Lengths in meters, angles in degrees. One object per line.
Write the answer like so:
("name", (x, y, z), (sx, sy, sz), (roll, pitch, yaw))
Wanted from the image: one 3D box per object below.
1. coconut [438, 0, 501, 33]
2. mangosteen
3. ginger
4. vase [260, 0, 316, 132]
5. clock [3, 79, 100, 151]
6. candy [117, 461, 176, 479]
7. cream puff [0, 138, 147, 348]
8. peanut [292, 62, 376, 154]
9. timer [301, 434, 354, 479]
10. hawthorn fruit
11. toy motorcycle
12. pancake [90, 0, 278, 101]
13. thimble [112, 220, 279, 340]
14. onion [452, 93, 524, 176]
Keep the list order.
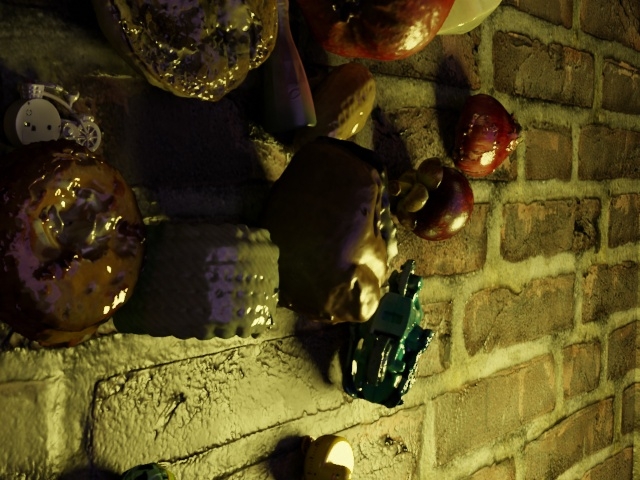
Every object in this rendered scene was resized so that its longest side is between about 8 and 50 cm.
("coconut", (0.229, -0.481, 1.864), (0.241, 0.241, 0.241), (-6, 97, -55))
("mangosteen", (0.204, -0.084, 1.943), (0.146, 0.181, 0.156), (-136, -114, -81))
("ginger", (-0.004, -0.001, 1.567), (0.223, 0.200, 0.269), (-53, 137, -46))
("vase", (-0.063, -0.280, 1.575), (0.086, 0.086, 0.214), (-19, 103, -53))
("clock", (-0.326, -0.148, 1.235), (0.129, 0.041, 0.087), (8, 89, -50))
("candy", (-0.307, 0.347, 1.288), (0.305, 0.083, 0.091), (2, 108, -47))
("cream puff", (-0.314, 0.005, 1.162), (0.240, 0.164, 0.240), (22, 62, -49))
("peanut", (0.025, -0.209, 1.688), (0.226, 0.095, 0.108), (-57, 138, -34))
("timer", (0.023, 0.386, 1.714), (0.107, 0.109, 0.107), (-6, 98, -55))
("hawthorn fruit", (0.099, -0.454, 1.641), (0.330, 0.287, 0.287), (-56, 135, -46))
("toy motorcycle", (0.129, 0.178, 1.839), (0.206, 0.154, 0.260), (84, 24, -54))
("pancake", (-0.189, -0.382, 1.378), (0.387, 0.082, 0.387), (2, 87, -53))
("thimble", (-0.164, 0.053, 1.327), (0.219, 0.219, 0.150), (6, 85, -55))
("onion", (0.354, -0.222, 2.119), (0.184, 0.147, 0.184), (1, 90, -70))
